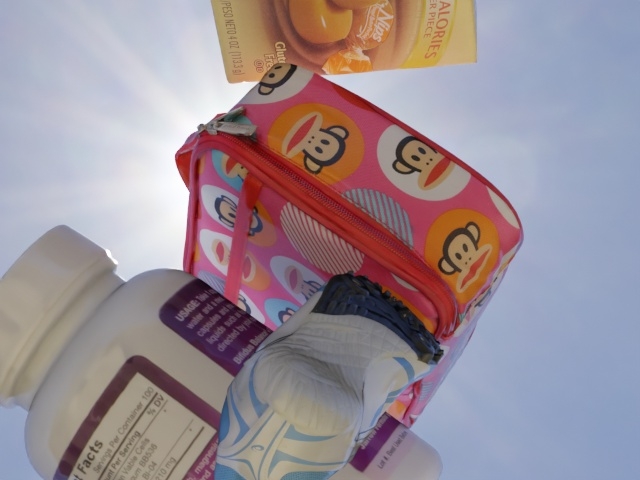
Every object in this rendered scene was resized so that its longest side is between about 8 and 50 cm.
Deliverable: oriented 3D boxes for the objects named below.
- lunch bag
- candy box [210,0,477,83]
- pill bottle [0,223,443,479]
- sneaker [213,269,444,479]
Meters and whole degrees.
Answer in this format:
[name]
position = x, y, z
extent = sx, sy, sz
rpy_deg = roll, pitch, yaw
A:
[lunch bag]
position = 0.000, 0.000, 1.259
extent = 0.120, 0.258, 0.293
rpy_deg = -50, -12, -24
[candy box]
position = 0.004, -0.261, 1.153
extent = 0.183, 0.087, 0.316
rpy_deg = -5, -51, 6
[pill bottle]
position = -0.085, 0.124, 1.138
extent = 0.169, 0.301, 0.169
rpy_deg = -53, -6, -8
[sneaker]
position = 0.003, 0.081, 0.990
extent = 0.086, 0.085, 0.237
rpy_deg = -50, -8, 24
